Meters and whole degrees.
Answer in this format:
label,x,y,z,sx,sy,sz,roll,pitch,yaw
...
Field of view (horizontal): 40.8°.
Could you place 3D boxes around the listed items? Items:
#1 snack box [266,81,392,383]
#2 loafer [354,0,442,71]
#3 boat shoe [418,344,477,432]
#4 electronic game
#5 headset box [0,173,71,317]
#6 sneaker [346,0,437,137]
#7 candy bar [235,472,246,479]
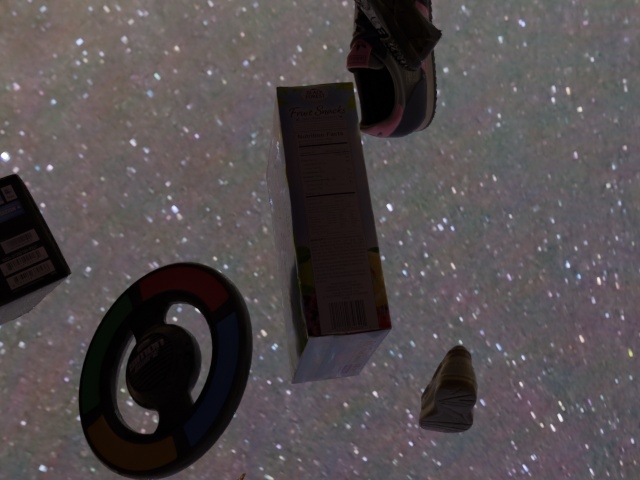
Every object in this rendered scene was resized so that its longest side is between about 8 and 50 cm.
label,x,y,z,sx,sy,sz,roll,pitch,yaw
snack box,0.000,0.000,0.724,0.070,0.174,0.207,-6,-109,-9
loafer,0.089,-0.334,1.150,0.078,0.220,0.080,-38,-155,-4
boat shoe,0.133,0.160,0.893,0.056,0.153,0.048,6,-120,6
electronic game,-0.164,0.130,0.889,0.229,0.048,0.229,-17,-121,30
headset box,-0.453,0.061,0.990,0.246,0.283,0.131,-28,-90,-30
sneaker,0.090,-0.305,1.257,0.112,0.319,0.131,1,-163,46
candy bar,-0.142,0.355,1.154,0.018,0.161,0.040,43,-71,10
